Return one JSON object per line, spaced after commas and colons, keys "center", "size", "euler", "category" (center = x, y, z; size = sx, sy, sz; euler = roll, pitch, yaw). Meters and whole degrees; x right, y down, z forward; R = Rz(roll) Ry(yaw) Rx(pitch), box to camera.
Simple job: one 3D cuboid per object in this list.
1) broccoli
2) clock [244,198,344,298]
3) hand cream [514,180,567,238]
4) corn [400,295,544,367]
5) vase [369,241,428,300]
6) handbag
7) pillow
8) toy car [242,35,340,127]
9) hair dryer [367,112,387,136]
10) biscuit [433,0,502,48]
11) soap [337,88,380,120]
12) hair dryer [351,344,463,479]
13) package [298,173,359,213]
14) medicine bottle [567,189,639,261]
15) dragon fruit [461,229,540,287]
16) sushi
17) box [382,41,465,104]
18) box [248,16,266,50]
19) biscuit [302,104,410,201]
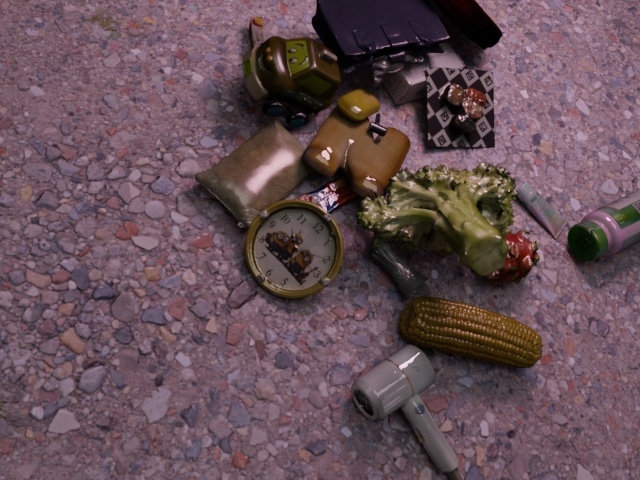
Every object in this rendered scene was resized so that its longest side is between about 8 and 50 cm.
{"center": [0.337, -0.052, 1.633], "size": [0.353, 0.397, 0.275], "euler": [-45, 117, -24], "category": "broccoli"}
{"center": [-0.060, 0.020, 1.669], "size": [0.237, 0.057, 0.237], "euler": [0, 86, 4], "category": "clock"}
{"center": [0.610, -0.088, 1.968], "size": [0.174, 0.047, 0.076], "euler": [45, 60, -4], "category": "hand cream"}
{"center": [0.364, 0.220, 1.697], "size": [0.344, 0.131, 0.131], "euler": [15, 62, -12], "category": "corn"}
{"center": [0.186, 0.067, 1.743], "size": [0.081, 0.081, 0.148], "euler": [-38, 78, -28], "category": "vase"}
{"center": [0.161, -0.551, 1.885], "size": [0.326, 0.118, 0.269], "euler": [-15, 64, -20], "category": "handbag"}
{"center": [-0.149, -0.171, 1.747], "size": [0.185, 0.075, 0.302], "euler": [44, 58, 4], "category": "pillow"}
{"center": [-0.051, -0.423, 1.788], "size": [0.248, 0.198, 0.204], "euler": [16, 58, -45], "category": "toy car"}
{"center": [0.151, -0.307, 1.862], "size": [0.047, 0.026, 0.083], "euler": [23, 39, -12], "category": "hair dryer"}
{"center": [0.367, -0.709, 2.038], "size": [0.407, 0.091, 0.407], "euler": [42, 21, -20], "category": "biscuit"}
{"center": [0.102, -0.357, 1.860], "size": [0.089, 0.045, 0.140], "euler": [42, 41, 9], "category": "soap"}
{"center": [0.228, 0.426, 1.583], "size": [0.173, 0.107, 0.357], "euler": [-30, 83, -24], "category": "hair dryer"}
{"center": [0.042, -0.121, 1.814], "size": [0.200, 0.022, 0.083], "euler": [-31, 77, -26], "category": "package"}
{"center": [0.810, -0.037, 1.951], "size": [0.274, 0.133, 0.133], "euler": [-23, 74, -26], "category": "medicine bottle"}
{"center": [0.448, 0.048, 1.798], "size": [0.236, 0.137, 0.135], "euler": [-16, 65, -22], "category": "dragon fruit"}
{"center": [0.404, -0.370, 1.964], "size": [0.231, 0.047, 0.219], "euler": [-3, 92, -26], "category": "sushi"}
{"center": [0.241, -0.554, 2.033], "size": [0.200, 0.106, 0.299], "euler": [-22, 72, -25], "category": "box"}
{"center": [-0.163, -0.506, 1.916], "size": [0.041, 0.050, 0.207], "euler": [-1, 66, -16], "category": "box"}
{"center": [0.103, -0.236, 1.835], "size": [0.237, 0.062, 0.290], "euler": [32, 45, 0], "category": "biscuit"}
